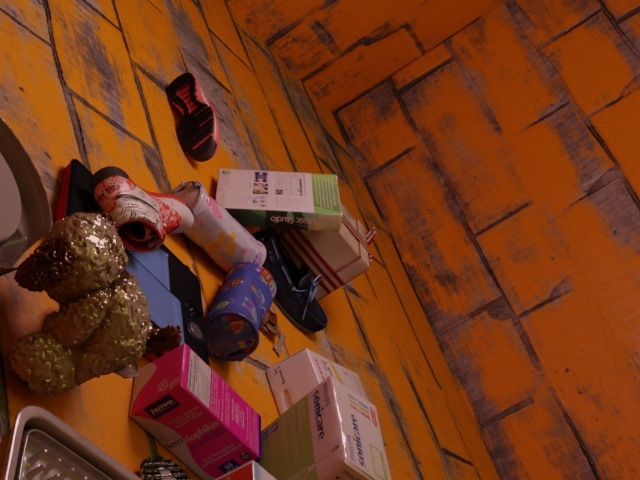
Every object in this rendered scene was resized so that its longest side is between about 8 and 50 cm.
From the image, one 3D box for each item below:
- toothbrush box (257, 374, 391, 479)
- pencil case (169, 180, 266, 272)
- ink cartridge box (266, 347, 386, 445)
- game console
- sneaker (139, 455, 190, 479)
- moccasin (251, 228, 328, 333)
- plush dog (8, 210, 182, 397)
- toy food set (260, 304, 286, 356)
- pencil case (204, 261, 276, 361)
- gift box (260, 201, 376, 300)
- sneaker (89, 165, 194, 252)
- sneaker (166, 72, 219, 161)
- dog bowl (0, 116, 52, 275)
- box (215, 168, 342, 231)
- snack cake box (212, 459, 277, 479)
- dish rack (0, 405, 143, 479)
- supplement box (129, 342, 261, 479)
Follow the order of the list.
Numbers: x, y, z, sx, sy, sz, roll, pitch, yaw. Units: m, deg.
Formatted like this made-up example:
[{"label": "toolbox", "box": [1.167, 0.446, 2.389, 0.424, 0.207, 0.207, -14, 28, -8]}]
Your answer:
[{"label": "toothbrush box", "box": [-0.031, 0.401, 1.518, 0.122, 0.283, 0.206, 37, 21, -26]}, {"label": "pencil case", "box": [-0.240, -0.020, 2.053, 0.273, 0.113, 0.124, 46, -1, -38]}, {"label": "ink cartridge box", "box": [0.016, 0.386, 2.067, 0.278, 0.117, 0.201, 36, 26, -55]}, {"label": "game console", "box": [-0.342, 0.057, 1.663, 0.386, 0.060, 0.342, 50, 17, -33]}, {"label": "sneaker", "box": [-0.220, 0.416, 1.311, 0.078, 0.106, 0.234, 9, 23, -37]}, {"label": "moccasin", "box": [-0.071, 0.110, 2.338, 0.342, 0.117, 0.137, 50, 17, -31]}, {"label": "plush dog", "box": [-0.328, 0.070, 1.295, 0.262, 0.211, 0.225, -70, 147, -70]}, {"label": "toy food set", "box": [-0.130, 0.174, 2.169, 0.192, 0.039, 0.132, 56, 14, -10]}, {"label": "pencil case", "box": [-0.171, 0.151, 1.924, 0.306, 0.119, 0.133, -76, 144, -70]}, {"label": "gift box", "box": [0.000, 0.000, 2.531, 0.258, 0.255, 0.276, 51, 23, -23]}, {"label": "sneaker", "box": [-0.316, -0.028, 1.688, 0.270, 0.090, 0.145, 34, 24, -56]}, {"label": "sneaker", "box": [-0.311, -0.318, 2.413, 0.136, 0.116, 0.313, 44, 20, -49]}, {"label": "dog bowl", "box": [-0.531, -0.088, 1.239, 0.348, 0.102, 0.348, 52, 16, -21]}, {"label": "box", "box": [-0.110, -0.107, 2.324, 0.232, 0.322, 0.058, -94, -173, -60]}, {"label": "snack cake box", "box": [-0.129, 0.478, 1.329, 0.089, 0.152, 0.264, 49, 18, -34]}, {"label": "dish rack", "box": [-0.304, 0.391, 1.086, 0.285, 0.072, 0.332, 48, 18, -33]}, {"label": "supplement box", "box": [-0.207, 0.296, 1.519, 0.220, 0.111, 0.114, 50, 17, -28]}]
